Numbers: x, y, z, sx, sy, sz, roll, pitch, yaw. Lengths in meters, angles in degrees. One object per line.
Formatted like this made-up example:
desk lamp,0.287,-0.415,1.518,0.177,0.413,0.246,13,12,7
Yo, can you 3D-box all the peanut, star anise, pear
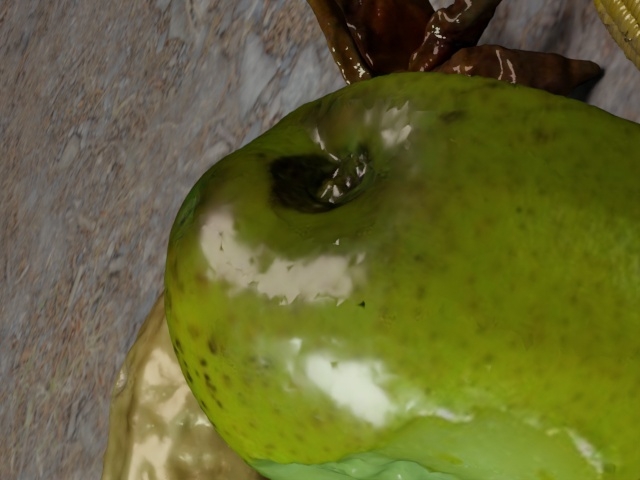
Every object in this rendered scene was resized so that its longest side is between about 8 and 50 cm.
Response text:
peanut,-0.055,0.118,1.046,0.147,0.147,0.305,-167,87,-66
star anise,0.060,-0.074,1.039,0.212,0.111,0.196,37,131,38
pear,0.057,0.050,0.768,0.292,0.292,0.159,-29,35,54

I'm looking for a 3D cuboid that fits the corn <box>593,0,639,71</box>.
corn,0.180,-0.128,0.885,0.085,0.063,0.165,-35,34,11
